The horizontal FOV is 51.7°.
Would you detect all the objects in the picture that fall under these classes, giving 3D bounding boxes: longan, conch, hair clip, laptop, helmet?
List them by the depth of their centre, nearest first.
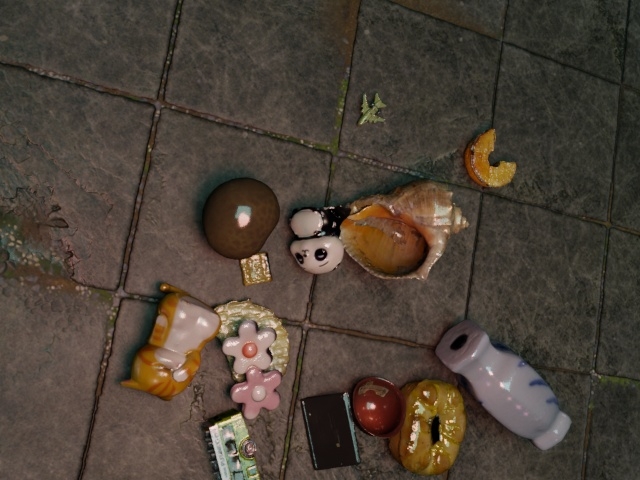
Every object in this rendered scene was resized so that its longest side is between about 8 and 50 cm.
[{"bbox_3d":[-0.205,-0.059,1.674,0.198,0.198,0.212,31,91,-16],"label":"longan"},{"bbox_3d":[-0.171,0.325,1.674,0.146,0.075,0.257,-11,93,-25],"label":"hair clip"},{"bbox_3d":[0.027,0.509,1.759,0.135,0.016,0.197,-12,89,13],"label":"laptop"},{"bbox_3d":[0.146,0.470,1.786,0.155,0.106,0.175,2,50,-20],"label":"helmet"},{"bbox_3d":[0.230,-0.020,1.833,0.210,0.352,0.297,40,53,-59],"label":"conch"}]

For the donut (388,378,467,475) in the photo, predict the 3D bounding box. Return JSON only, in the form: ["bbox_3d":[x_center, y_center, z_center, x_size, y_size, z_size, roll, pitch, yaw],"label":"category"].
[{"bbox_3d":[0.297,0.516,1.833,0.208,0.128,0.261,25,76,-25],"label":"donut"}]

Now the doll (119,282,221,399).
[{"bbox_3d":[-0.355,0.252,1.598,0.167,0.162,0.269,29,74,-24],"label":"doll"}]

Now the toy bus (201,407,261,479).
[{"bbox_3d":[-0.218,0.586,1.652,0.139,0.113,0.301,-14,87,-21],"label":"toy bus"}]

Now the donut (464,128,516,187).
[{"bbox_3d":[0.507,-0.240,2.019,0.146,0.078,0.181,-43,106,-18],"label":"donut"}]

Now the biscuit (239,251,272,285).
[{"bbox_3d":[-0.172,0.075,1.760,0.081,0.018,0.083,-10,88,-21],"label":"biscuit"}]

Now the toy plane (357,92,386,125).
[{"bbox_3d":[0.145,-0.373,1.910,0.102,0.040,0.111,47,69,-22],"label":"toy plane"}]

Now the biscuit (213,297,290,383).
[{"bbox_3d":[-0.172,0.273,1.732,0.187,0.036,0.273,-25,94,-21],"label":"biscuit"}]

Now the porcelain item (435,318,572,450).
[{"bbox_3d":[0.524,0.411,1.879,0.405,0.242,0.178,42,91,-15],"label":"porcelain item"}]

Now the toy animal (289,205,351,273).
[{"bbox_3d":[0.000,0.000,1.759,0.138,0.166,0.179,8,80,-51],"label":"toy animal"}]
